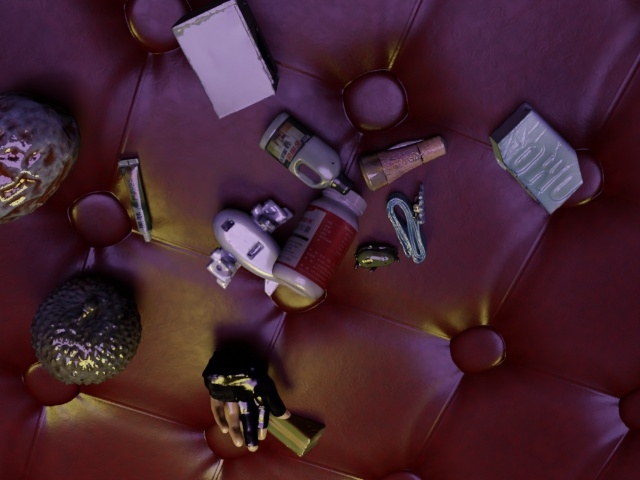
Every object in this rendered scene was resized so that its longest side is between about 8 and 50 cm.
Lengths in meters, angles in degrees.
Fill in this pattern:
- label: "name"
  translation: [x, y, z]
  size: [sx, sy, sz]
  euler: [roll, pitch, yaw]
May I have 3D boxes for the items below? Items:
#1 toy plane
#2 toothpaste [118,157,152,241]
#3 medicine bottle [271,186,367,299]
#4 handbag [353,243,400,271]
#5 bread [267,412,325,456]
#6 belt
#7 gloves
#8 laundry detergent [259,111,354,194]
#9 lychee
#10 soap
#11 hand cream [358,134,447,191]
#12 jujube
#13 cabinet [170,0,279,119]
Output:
- label: "toy plane"
  translation: [-0.154, 0.018, 1.832]
  size: [0.244, 0.117, 0.245]
  euler: [-2, 101, -10]
- label: "toothpaste"
  translation: [-0.425, -0.093, 1.822]
  size: [0.049, 0.031, 0.204]
  euler: [-8, 112, 3]
- label: "medicine bottle"
  translation: [0.000, 0.000, 1.762]
  size: [0.131, 0.131, 0.250]
  euler: [32, 80, -14]
- label: "handbag"
  translation: [0.135, 0.038, 1.874]
  size: [0.111, 0.047, 0.072]
  euler: [-2, 116, 3]
- label: "bread"
  translation: [-0.072, 0.504, 2.106]
  size: [0.139, 0.084, 0.074]
  euler: [32, 115, 19]
- label: "belt"
  translation: [0.220, -0.035, 1.836]
  size: [0.100, 0.065, 0.179]
  euler: [-16, 116, 16]
- label: "gloves"
  translation: [-0.184, 0.403, 1.985]
  size: [0.197, 0.152, 0.301]
  euler: [-4, 114, 10]
- label: "laundry detergent"
  translation: [-0.022, -0.180, 1.722]
  size: [0.225, 0.070, 0.099]
  euler: [39, 92, 5]
- label: "lychee"
  translation: [-0.556, 0.221, 1.862]
  size: [0.255, 0.255, 0.274]
  euler: [11, 146, -5]
- label: "soap"
  translation: [0.492, -0.177, 1.754]
  size: [0.230, 0.091, 0.145]
  euler: [40, 109, -15]
- label: "hand cream"
  translation: [0.190, -0.182, 1.760]
  size: [0.203, 0.084, 0.084]
  euler: [-21, 113, 4]
- label: "jujube"
  translation: [-0.651, -0.178, 1.667]
  size: [0.308, 0.246, 0.215]
  euler: [-45, 65, 29]
- label: "cabinet"
  translation: [-0.187, -0.389, 1.624]
  size: [0.150, 0.145, 0.206]
  euler: [-22, 113, 10]
